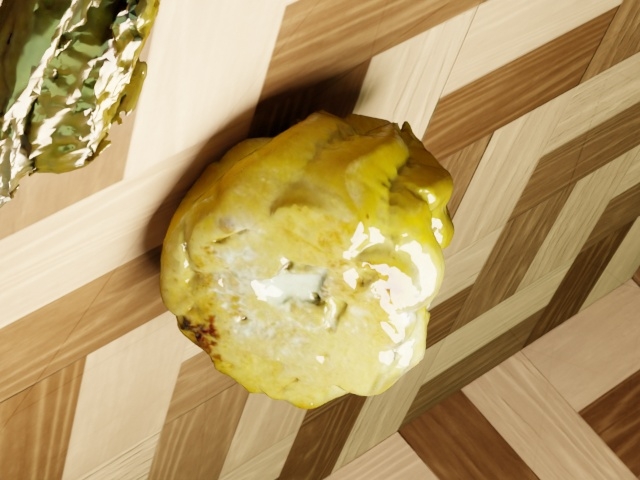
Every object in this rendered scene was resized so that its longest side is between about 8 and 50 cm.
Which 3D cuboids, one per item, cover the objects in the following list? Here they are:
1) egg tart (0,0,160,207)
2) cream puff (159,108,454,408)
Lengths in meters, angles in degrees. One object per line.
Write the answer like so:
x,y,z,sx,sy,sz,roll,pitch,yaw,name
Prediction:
-0.165,-0.152,1.167,0.291,0.107,0.291,-161,-90,-82,egg tart
-0.001,0.001,1.799,0.257,0.291,0.324,-63,167,-50,cream puff
